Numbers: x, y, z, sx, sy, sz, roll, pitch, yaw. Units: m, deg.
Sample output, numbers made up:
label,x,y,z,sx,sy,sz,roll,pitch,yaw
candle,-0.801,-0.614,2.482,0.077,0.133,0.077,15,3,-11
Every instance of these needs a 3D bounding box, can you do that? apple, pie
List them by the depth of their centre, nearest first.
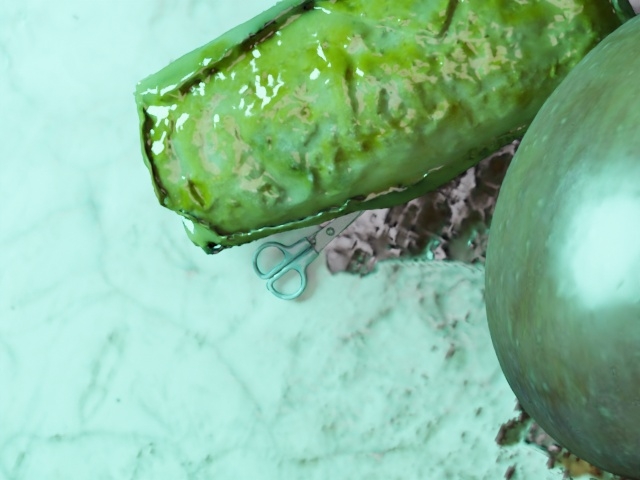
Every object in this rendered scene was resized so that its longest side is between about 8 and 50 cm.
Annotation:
label,x,y,z,sx,sy,sz,roll,pitch,yaw
apple,0.229,0.004,0.741,0.306,0.306,0.235,9,85,8
pie,0.038,-0.085,0.868,0.282,0.068,0.128,-23,95,9

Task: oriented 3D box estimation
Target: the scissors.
label,x,y,z,sx,sy,sz,roll,pitch,yaw
scissors,0.000,0.000,0.918,0.083,0.006,0.036,-37,93,13
